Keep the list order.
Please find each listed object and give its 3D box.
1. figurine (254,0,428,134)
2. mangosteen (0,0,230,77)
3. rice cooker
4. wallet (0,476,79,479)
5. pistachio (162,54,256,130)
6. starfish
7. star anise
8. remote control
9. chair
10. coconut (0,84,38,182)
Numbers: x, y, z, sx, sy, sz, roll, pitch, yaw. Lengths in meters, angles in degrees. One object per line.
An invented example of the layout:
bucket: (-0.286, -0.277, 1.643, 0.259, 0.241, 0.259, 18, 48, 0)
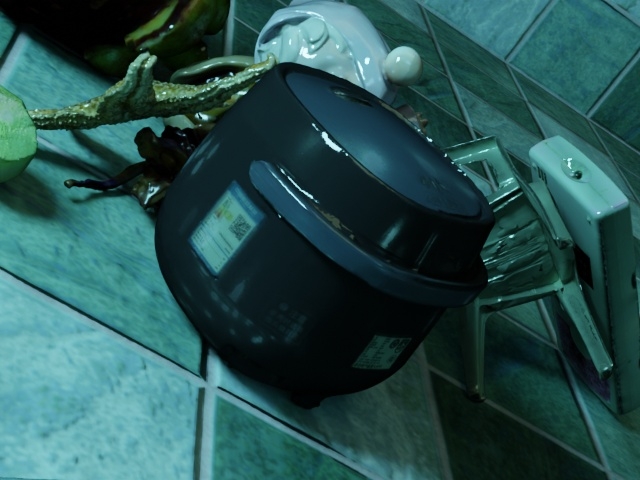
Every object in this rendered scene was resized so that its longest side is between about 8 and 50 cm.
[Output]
figurine: (0.030, -0.117, 1.266, 0.276, 0.200, 0.133, 62, 25, 0)
mangosteen: (-0.229, -0.332, 1.374, 0.311, 0.311, 0.311, 32, 21, -14)
rice cooker: (0.000, 0.000, 1.092, 0.267, 0.224, 0.267, 33, 19, -13)
wallet: (-0.108, 0.223, 0.685, 0.290, 0.054, 0.251, 12, 28, -40)
pistachio: (-0.057, -0.115, 1.381, 0.237, 0.153, 0.138, 24, 61, -30)
starfish: (-0.149, -0.128, 1.175, 0.295, 0.231, 0.048, -8, 86, -47)
star anise: (-0.156, -0.062, 1.184, 0.070, 0.097, 0.190, 24, 17, 28)
remote control: (0.305, 0.048, 1.453, 0.145, 0.050, 0.344, 54, -13, 46)
chair: (0.173, 0.021, 1.377, 0.275, 0.190, 0.203, -96, 164, -57)
coconut: (-0.272, -0.089, 1.049, 0.083, 0.081, 0.082, 24, 65, -22)
